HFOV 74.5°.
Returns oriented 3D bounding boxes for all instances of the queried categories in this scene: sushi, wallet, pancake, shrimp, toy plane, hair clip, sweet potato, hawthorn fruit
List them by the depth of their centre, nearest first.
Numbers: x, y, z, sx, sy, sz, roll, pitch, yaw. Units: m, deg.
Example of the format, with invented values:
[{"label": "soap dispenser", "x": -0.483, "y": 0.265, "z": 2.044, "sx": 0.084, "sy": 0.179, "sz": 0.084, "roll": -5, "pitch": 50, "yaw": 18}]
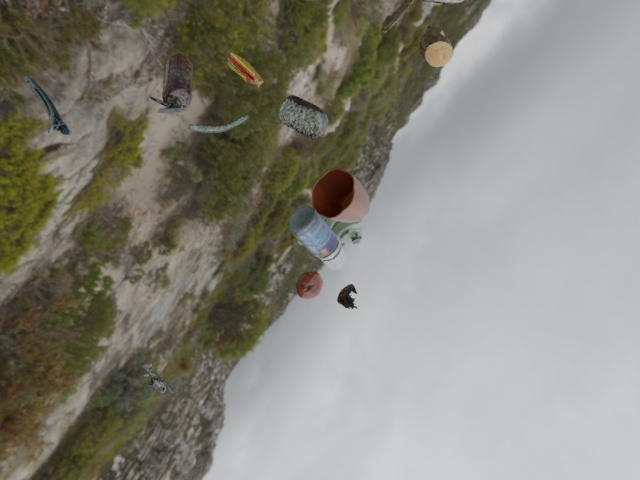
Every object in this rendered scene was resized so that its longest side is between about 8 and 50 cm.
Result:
[{"label": "toy plane", "x": -0.464, "y": 0.393, "z": 1.188, "sx": 0.049, "sy": 0.120, "sz": 0.031, "roll": -20, "pitch": -155, "yaw": 18}, {"label": "hair clip", "x": -0.306, "y": -0.353, "z": 1.293, "sx": 0.066, "sy": 0.036, "sz": 0.229, "roll": -9, "pitch": -167, "yaw": 41}, {"label": "shrimp", "x": 0.101, "y": 0.203, "z": 1.525, "sx": 0.091, "sy": 0.034, "sz": 0.161, "roll": -61, "pitch": -161, "yaw": 1}, {"label": "hair clip", "x": -1.067, "y": -0.523, "z": 1.633, "sx": 0.048, "sy": 0.275, "sz": 0.083, "roll": -40, "pitch": 167, "yaw": 30}, {"label": "pancake", "x": 0.327, "y": -0.942, "z": 1.706, "sx": 0.235, "sy": 0.029, "sz": 0.212, "roll": -52, "pitch": -160, "yaw": 18}, {"label": "hawthorn fruit", "x": -0.045, "y": 0.184, "z": 1.726, "sx": 0.128, "sy": 0.128, "sz": 0.128, "roll": -57, "pitch": -175, "yaw": 8}, {"label": "wallet", "x": -0.309, "y": -0.689, "z": 1.730, "sx": 0.067, "sy": 0.141, "sz": 0.241, "roll": -46, "pitch": -168, "yaw": 12}, {"label": "sushi", "x": -0.074, "y": -0.546, "z": 1.863, "sx": 0.126, "sy": 0.225, "sz": 0.136, "roll": -71, "pitch": -175, "yaw": -55}, {"label": "sweet potato", "x": 0.518, "y": -0.918, "z": 1.956, "sx": 0.131, "sy": 0.131, "sz": 0.336, "roll": -54, "pitch": -157, "yaw": 36}]

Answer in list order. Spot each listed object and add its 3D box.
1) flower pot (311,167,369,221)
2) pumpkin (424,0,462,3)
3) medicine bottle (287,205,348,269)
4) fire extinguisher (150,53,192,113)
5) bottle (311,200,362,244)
[{"label": "flower pot", "x": 0.086, "y": -0.148, "z": 1.548, "sx": 0.190, "sy": 0.191, "sz": 0.173, "roll": -57, "pitch": 144, "yaw": 6}, {"label": "pumpkin", "x": 0.417, "y": -0.923, "z": 1.391, "sx": 0.260, "sy": 0.260, "sz": 0.189, "roll": -59, "pitch": 173, "yaw": -12}, {"label": "medicine bottle", "x": 0.000, "y": 0.000, "z": 1.087, "sx": 0.084, "sy": 0.203, "sz": 0.083, "roll": -18, "pitch": -130, "yaw": 22}, {"label": "fire extinguisher", "x": -0.538, "y": -0.558, "z": 1.534, "sx": 0.102, "sy": 0.138, "sz": 0.343, "roll": -52, "pitch": -144, "yaw": 39}, {"label": "bottle", "x": 0.101, "y": -0.124, "z": 2.378, "sx": 0.229, "sy": 0.229, "sz": 0.351, "roll": -54, "pitch": -130, "yaw": 36}]
